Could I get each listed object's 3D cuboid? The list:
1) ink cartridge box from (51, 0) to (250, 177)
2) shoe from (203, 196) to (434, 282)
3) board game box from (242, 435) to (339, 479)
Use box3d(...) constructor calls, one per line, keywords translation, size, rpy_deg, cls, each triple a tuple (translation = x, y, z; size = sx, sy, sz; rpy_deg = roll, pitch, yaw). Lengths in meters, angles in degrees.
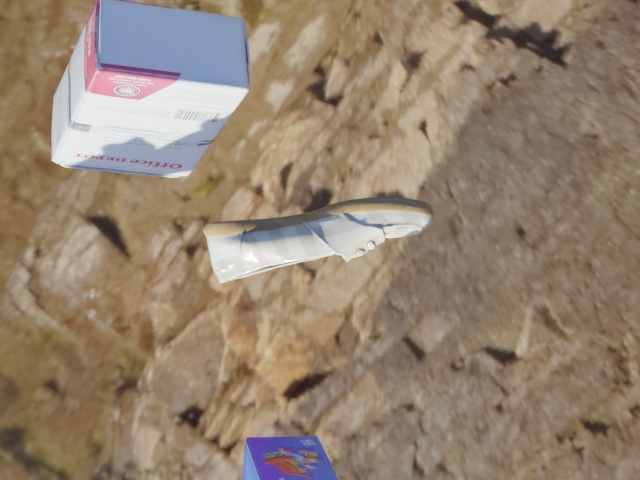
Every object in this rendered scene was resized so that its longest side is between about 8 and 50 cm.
box3d(translation=(-0.182, -0.153, 1.389), size=(0.159, 0.218, 0.092), rpy_deg=(5, 65, -22), cls="ink cartridge box")
box3d(translation=(0.000, 0.000, 1.257), size=(0.219, 0.076, 0.058), rpy_deg=(-7, 82, 8), cls="shoe")
box3d(translation=(-0.011, 0.361, 1.220), size=(0.078, 0.347, 0.233), rpy_deg=(1, 108, -14), cls="board game box")
